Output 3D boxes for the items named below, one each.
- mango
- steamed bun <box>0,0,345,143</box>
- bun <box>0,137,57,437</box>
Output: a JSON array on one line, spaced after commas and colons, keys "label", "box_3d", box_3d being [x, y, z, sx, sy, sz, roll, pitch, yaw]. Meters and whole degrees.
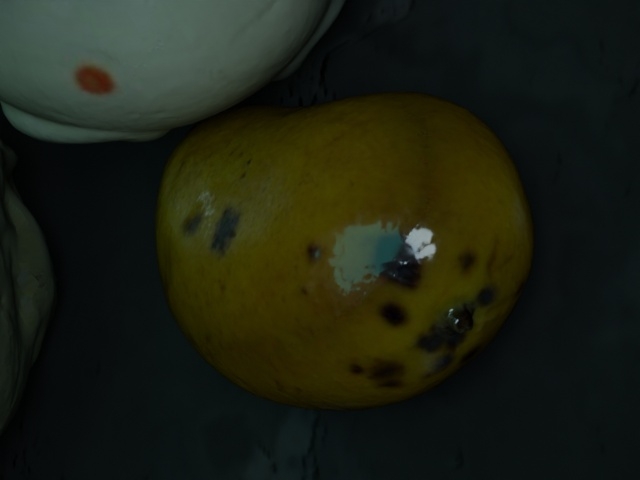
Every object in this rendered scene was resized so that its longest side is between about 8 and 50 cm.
[{"label": "mango", "box_3d": [0.000, 0.003, 0.661, 0.178, 0.090, 0.115, 2, 71, 47]}, {"label": "steamed bun", "box_3d": [-0.077, -0.120, 0.714, 0.177, 0.130, 0.228, -28, 43, -11]}, {"label": "bun", "box_3d": [-0.199, 0.017, 0.814, 0.231, 0.133, 0.231, -2, 87, 44]}]
